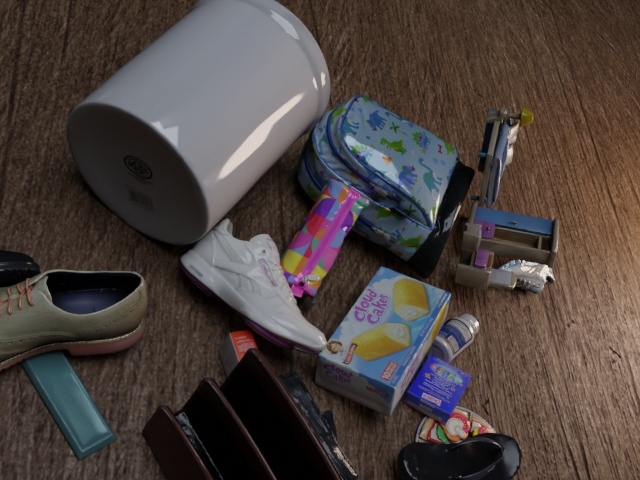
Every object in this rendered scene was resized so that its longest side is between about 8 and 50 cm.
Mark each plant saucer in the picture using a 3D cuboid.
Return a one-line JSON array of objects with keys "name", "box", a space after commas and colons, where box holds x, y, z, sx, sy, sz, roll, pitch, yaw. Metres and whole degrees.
[{"name": "plant saucer", "box": [-0.391, 0.242, 1.178, 0.067, 0.018, 0.192, -26, 72, -38]}]

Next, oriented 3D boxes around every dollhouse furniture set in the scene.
[{"name": "dollhouse furniture set", "box": [0.416, -0.091, 1.595, 0.198, 0.303, 0.286, 10, 37, 12]}]

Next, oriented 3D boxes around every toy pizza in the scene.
[{"name": "toy pizza", "box": [0.267, 0.397, 1.403, 0.201, 0.032, 0.201, 14, 52, -19]}]

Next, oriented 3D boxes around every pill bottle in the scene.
[{"name": "pill bottle", "box": [0.264, 0.195, 1.524, 0.120, 0.067, 0.067, -31, 75, -40]}]

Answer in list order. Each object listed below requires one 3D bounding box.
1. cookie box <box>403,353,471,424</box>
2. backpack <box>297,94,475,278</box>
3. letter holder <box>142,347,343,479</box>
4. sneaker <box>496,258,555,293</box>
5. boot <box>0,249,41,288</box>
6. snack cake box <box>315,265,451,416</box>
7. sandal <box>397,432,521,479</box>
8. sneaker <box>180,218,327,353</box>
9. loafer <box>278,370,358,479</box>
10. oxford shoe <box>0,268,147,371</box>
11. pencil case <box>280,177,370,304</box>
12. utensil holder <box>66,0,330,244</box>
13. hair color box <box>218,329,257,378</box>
[{"name": "cookie box", "box": [0.221, 0.281, 1.441, 0.092, 0.040, 0.107, 27, 45, 17]}, {"name": "backpack", "box": [0.130, -0.136, 1.598, 0.356, 0.273, 0.290, 24, 54, 8]}, {"name": "letter holder", "box": [-0.105, 0.341, 1.125, 0.152, 0.214, 0.301, -22, 69, -37]}, {"name": "sneaker", "box": [0.460, 0.083, 1.711, 0.191, 0.071, 0.082, -11, 72, -31]}, {"name": "boot", "box": [-0.586, -0.009, 1.203, 0.247, 0.094, 0.207, -9, 66, -26]}, {"name": "snack cake box", "box": [0.119, 0.179, 1.411, 0.152, 0.089, 0.264, 22, 45, 18]}, {"name": "sandal", "box": [0.259, 0.390, 1.343, 0.255, 0.054, 0.097, 1, 56, -28]}, {"name": "sneaker", "box": [-0.099, 0.077, 1.334, 0.305, 0.114, 0.152, 37, 81, 13]}, {"name": "loafer", "box": [-0.004, 0.317, 1.287, 0.078, 0.076, 0.223, -29, 70, -31]}, {"name": "oxford shoe", "box": [-0.457, 0.102, 1.143, 0.397, 0.146, 0.140, -8, 54, -27]}, {"name": "pencil case", "box": [0.000, 0.000, 1.441, 0.105, 0.104, 0.236, 29, 82, -6]}, {"name": "utensil holder", "box": [-0.216, -0.228, 1.393, 0.328, 0.327, 0.385, 37, 53, 1]}, {"name": "hair color box", "box": [-0.126, 0.230, 1.290, 0.043, 0.072, 0.141, -6, 61, -30]}]
